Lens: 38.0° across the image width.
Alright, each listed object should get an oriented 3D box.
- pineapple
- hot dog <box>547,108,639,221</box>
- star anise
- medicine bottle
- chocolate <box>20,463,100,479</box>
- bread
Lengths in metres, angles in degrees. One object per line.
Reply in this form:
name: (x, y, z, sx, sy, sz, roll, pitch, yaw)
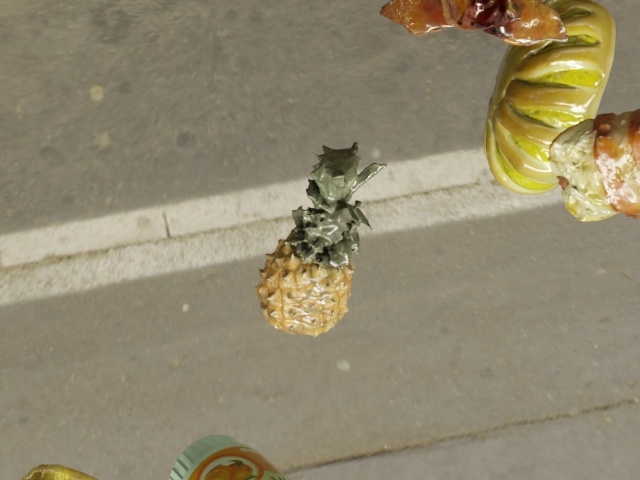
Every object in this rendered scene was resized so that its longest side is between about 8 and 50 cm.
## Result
pineapple: (-0.001, -0.001, 1.143, 0.128, 0.128, 0.248, 12, 125, -10)
hot dog: (0.377, -0.094, 1.087, 0.213, 0.103, 0.146, -4, 114, 34)
star anise: (0.147, -0.249, 0.843, 0.158, 0.140, 0.144, 12, 96, -25)
medicine bottle: (-0.094, 0.404, 1.336, 0.158, 0.318, 0.158, -10, 108, -31)
chocolate: (-0.241, 0.361, 0.614, 0.162, 0.445, 0.162, 7, 143, 5)
bread: (0.365, -0.242, 1.523, 0.160, 0.333, 0.332, 17, 101, 2)
